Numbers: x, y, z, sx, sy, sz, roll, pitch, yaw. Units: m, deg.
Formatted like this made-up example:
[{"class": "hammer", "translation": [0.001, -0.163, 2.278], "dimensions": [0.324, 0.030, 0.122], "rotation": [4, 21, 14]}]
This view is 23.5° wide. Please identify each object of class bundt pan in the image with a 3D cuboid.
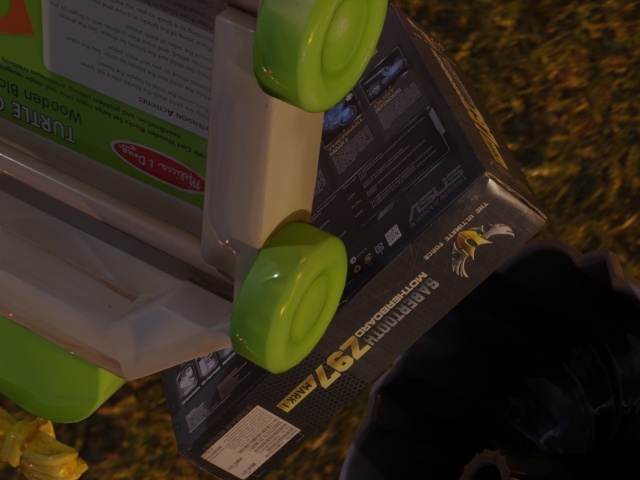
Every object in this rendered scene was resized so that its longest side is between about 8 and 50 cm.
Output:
[{"class": "bundt pan", "translation": [0.146, 0.171, 0.960], "dimensions": [0.124, 0.331, 0.330], "rotation": [22, 116, -28]}]

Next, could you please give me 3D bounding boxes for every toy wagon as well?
[{"class": "toy wagon", "translation": [-0.109, -0.045, 0.595], "dimensions": [0.267, 0.068, 0.344], "rotation": [26, 134, 21]}]

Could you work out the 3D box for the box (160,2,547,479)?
[{"class": "box", "translation": [0.000, 0.000, 0.870], "dimensions": [0.233, 0.183, 0.059], "rotation": [-43, 127, 16]}]
